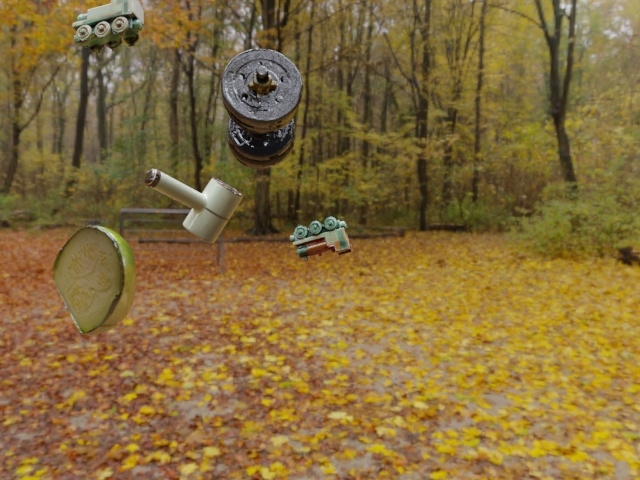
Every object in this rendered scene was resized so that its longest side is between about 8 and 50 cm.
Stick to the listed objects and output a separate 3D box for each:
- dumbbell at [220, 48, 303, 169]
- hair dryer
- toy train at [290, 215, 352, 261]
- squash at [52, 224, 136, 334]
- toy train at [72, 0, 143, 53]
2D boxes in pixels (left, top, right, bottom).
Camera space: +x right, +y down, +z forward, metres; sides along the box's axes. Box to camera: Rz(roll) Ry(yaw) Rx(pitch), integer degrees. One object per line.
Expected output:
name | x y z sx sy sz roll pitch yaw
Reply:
dumbbell | -0.141 -0.303 1.303 0.184 0.185 0.388 1 -13 -7
hair dryer | -0.438 -0.143 1.784 0.128 0.203 0.362 37 5 42
toy train | 0.000 0.000 1.621 0.175 0.119 0.074 -17 -18 5
squash | -0.580 0.093 1.401 0.210 0.234 0.309 -25 -9 -22
toy train | -0.563 -0.573 1.440 0.193 0.125 0.081 -8 -16 10
